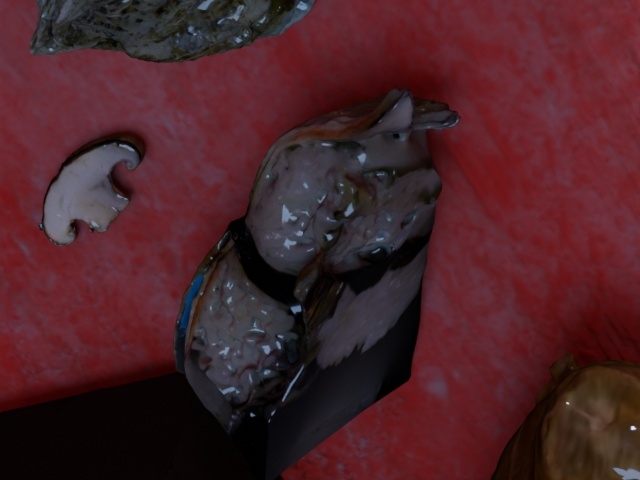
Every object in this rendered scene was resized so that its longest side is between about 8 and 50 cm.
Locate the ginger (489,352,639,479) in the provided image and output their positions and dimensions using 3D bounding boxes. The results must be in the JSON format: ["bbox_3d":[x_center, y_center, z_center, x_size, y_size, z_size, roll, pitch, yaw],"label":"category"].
[{"bbox_3d":[0.186,0.248,1.026,0.254,0.176,0.418,10,125,-2],"label":"ginger"}]

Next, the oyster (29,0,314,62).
[{"bbox_3d":[-0.087,-0.148,0.917,0.177,0.064,0.125,-4,135,4],"label":"oyster"}]

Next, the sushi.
[{"bbox_3d":[-0.011,0.000,0.959,0.109,0.134,0.273,36,139,28],"label":"sushi"}]

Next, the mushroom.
[{"bbox_3d":[-0.144,-0.032,1.020,0.049,0.019,0.101,40,123,-11],"label":"mushroom"}]

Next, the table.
[{"bbox_3d":[-0.139,0.202,1.068,0.193,0.172,0.169,-16,119,19],"label":"table"}]
